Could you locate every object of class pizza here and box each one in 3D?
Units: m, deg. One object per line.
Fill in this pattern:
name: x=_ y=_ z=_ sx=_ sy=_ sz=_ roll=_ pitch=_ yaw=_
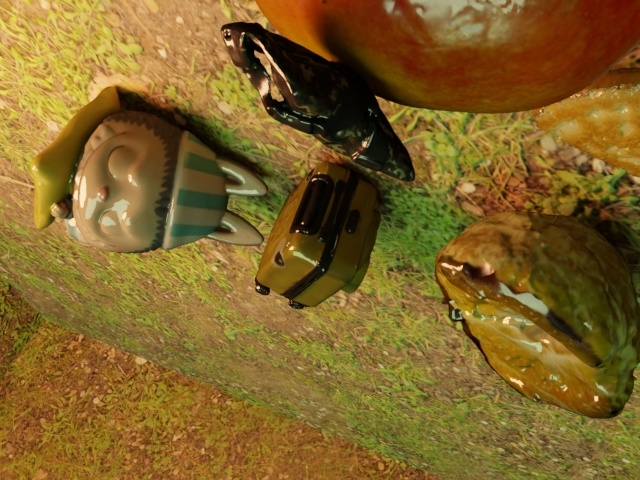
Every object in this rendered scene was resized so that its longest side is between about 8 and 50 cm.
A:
pizza: x=0.352 y=-0.124 z=0.765 sx=0.198 sy=0.062 sz=0.188 roll=37 pitch=163 yaw=-29

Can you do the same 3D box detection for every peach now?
peach: x=0.117 y=-0.238 z=0.593 sx=0.380 sy=0.243 sz=0.306 roll=0 pitch=137 yaw=41

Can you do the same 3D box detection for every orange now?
orange: x=0.326 y=0.089 z=0.966 sx=0.270 sy=0.210 sz=0.369 roll=32 pitch=162 yaw=47

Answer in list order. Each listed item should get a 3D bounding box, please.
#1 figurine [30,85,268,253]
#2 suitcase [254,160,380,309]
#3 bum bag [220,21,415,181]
figurine: x=-0.291 y=-0.047 z=1.247 sx=0.377 sy=0.267 sz=0.361 roll=28 pitch=157 yaw=0
suitcase: x=0.000 y=0.000 z=1.135 sx=0.143 sy=0.194 sz=0.235 roll=26 pitch=153 yaw=-13
bum bag: x=0.014 y=-0.116 z=0.600 sx=0.102 sy=0.069 sz=0.248 roll=37 pitch=-168 yaw=38
